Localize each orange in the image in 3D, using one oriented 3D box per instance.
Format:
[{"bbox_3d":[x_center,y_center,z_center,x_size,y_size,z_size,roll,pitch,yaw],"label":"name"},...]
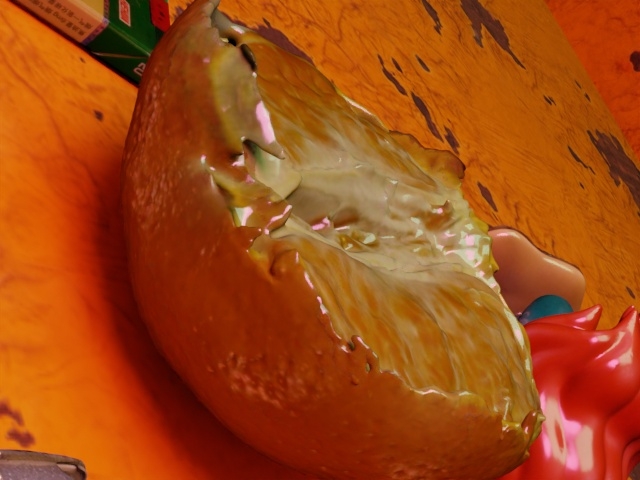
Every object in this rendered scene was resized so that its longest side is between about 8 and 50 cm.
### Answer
[{"bbox_3d":[-0.008,0.006,0.671,0.262,0.196,0.334,33,33,-66],"label":"orange"}]

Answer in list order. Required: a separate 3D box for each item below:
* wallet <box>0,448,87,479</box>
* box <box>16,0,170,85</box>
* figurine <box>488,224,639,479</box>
[{"bbox_3d":[-0.155,0.122,0.386,0.039,0.110,0.155,27,5,36],"label":"wallet"},{"bbox_3d":[-0.203,-0.214,0.788,0.235,0.034,0.132,32,32,-39],"label":"box"},{"bbox_3d":[0.165,0.115,0.829,0.257,0.208,0.181,-100,178,-54],"label":"figurine"}]
